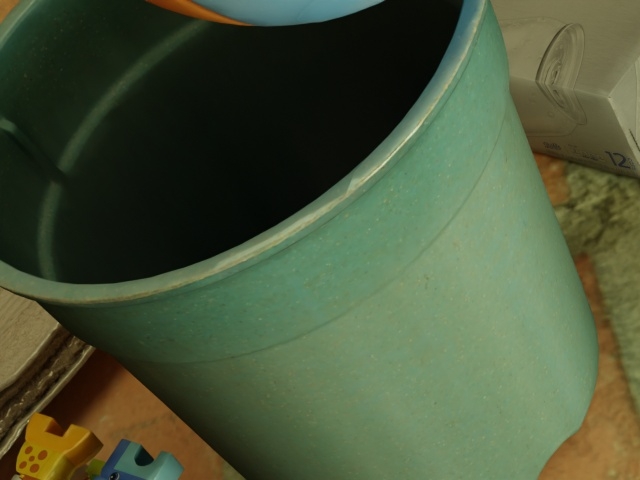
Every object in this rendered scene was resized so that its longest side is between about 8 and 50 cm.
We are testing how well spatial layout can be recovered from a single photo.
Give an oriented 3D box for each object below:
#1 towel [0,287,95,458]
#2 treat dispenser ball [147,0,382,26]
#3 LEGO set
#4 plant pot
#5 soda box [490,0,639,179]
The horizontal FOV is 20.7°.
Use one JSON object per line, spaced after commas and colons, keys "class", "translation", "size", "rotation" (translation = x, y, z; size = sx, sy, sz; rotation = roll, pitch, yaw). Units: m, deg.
{"class": "towel", "translation": [-0.248, 0.079, 1.343], "size": [0.282, 0.049, 0.187], "rotation": [-50, 32, -19]}
{"class": "treat dispenser ball", "translation": [-0.028, -0.249, 0.855], "size": [0.288, 0.288, 0.288], "rotation": [-17, 44, 18]}
{"class": "LEGO set", "translation": [-0.161, 0.184, 1.185], "size": [0.227, 0.087, 0.093], "rotation": [10, 57, 40]}
{"class": "plant pot", "translation": [0.000, 0.000, 1.070], "size": [0.341, 0.334, 0.341], "rotation": [-17, 43, 17]}
{"class": "soda box", "translation": [0.137, -0.135, 1.293], "size": [0.286, 0.091, 0.098], "rotation": [20, 64, 43]}
